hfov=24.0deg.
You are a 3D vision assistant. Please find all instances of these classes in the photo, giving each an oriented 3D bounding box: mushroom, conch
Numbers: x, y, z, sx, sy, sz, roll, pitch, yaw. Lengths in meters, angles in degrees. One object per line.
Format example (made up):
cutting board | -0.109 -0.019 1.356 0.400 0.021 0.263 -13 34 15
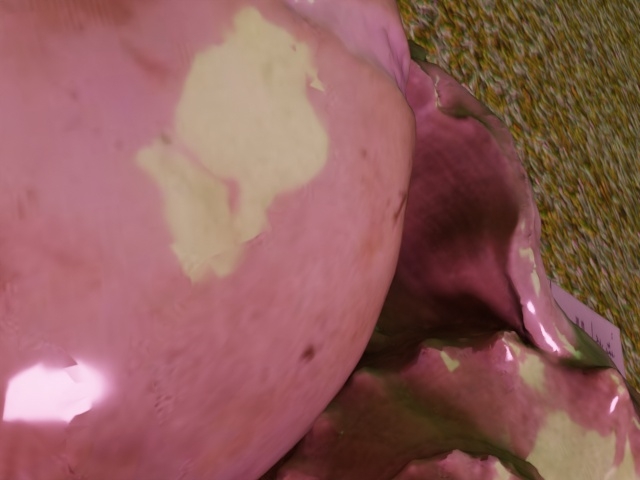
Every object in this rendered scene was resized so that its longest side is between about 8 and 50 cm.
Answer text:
mushroom | -0.090 -0.035 0.419 0.184 0.254 0.255 103 -16 -60
conch | 0.005 0.064 0.558 0.324 0.186 0.263 178 -92 -71

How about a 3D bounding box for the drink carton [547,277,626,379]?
drink carton | 0.111 0.101 0.866 0.222 0.102 0.134 28 46 -57
